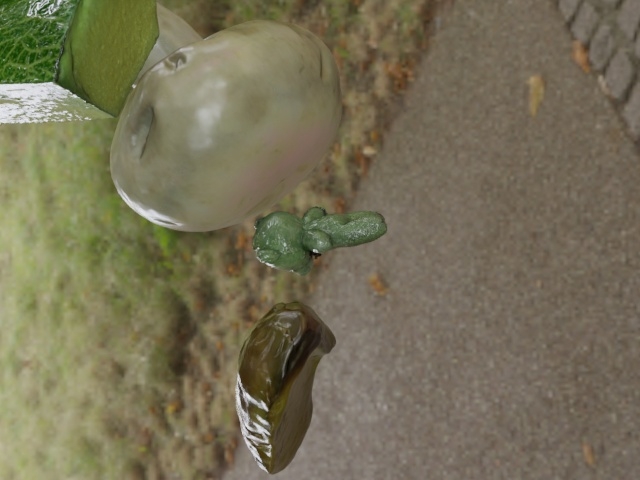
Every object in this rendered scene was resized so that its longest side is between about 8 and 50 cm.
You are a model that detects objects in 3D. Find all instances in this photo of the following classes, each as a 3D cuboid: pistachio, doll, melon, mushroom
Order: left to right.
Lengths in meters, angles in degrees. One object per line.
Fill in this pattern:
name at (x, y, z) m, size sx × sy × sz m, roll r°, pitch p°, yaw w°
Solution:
melon at (-0.300, -0.163, 0.977) m, size 0.124 × 0.323 × 0.196 m, roll 57°, pitch -139°, yaw -32°
mushroom at (-0.152, -0.159, 1.452) m, size 0.353 × 0.353 × 0.325 m, roll -103°, pitch 8°, yaw -51°
pistachio at (-0.027, 0.087, 0.660) m, size 0.090 × 0.049 × 0.173 m, roll -57°, pitch -13°, yaw -29°
doll at (0.000, 0.000, 1.160) m, size 0.115 × 0.150 × 0.078 m, roll -95°, pitch -7°, yaw -68°
